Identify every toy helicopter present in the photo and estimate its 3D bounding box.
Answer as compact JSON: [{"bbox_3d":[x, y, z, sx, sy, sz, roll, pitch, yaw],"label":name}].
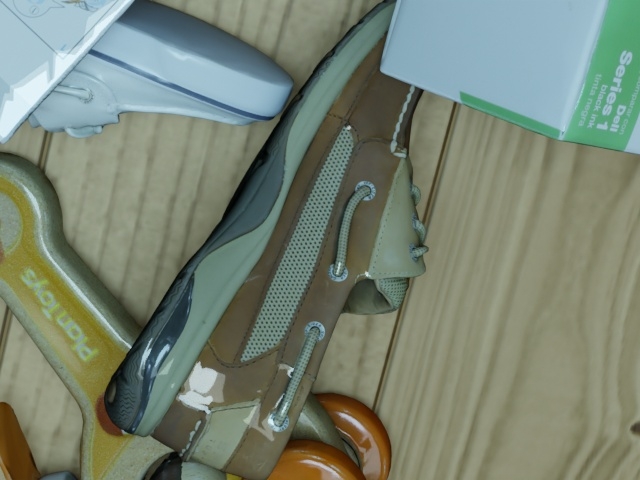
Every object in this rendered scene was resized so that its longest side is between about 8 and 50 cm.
[{"bbox_3d":[-0.134,0.104,1.188,0.235,0.140,0.355,-37,94,13],"label":"toy helicopter"}]

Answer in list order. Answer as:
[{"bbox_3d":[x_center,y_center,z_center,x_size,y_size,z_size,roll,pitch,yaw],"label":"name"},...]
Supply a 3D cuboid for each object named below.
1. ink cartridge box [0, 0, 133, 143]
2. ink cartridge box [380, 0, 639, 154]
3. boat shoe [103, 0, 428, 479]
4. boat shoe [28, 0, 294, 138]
[{"bbox_3d":[-0.191,-0.247,1.070,0.296,0.066,0.261,44,95,2],"label":"ink cartridge box"},{"bbox_3d":[0.173,-0.105,1.085,0.219,0.160,0.092,8,103,-40],"label":"ink cartridge box"},{"bbox_3d":[0.000,0.000,1.110,0.120,0.122,0.324,33,70,-2],"label":"boat shoe"},{"bbox_3d":[-0.153,-0.106,1.133,0.268,0.096,0.088,15,109,-10],"label":"boat shoe"}]
